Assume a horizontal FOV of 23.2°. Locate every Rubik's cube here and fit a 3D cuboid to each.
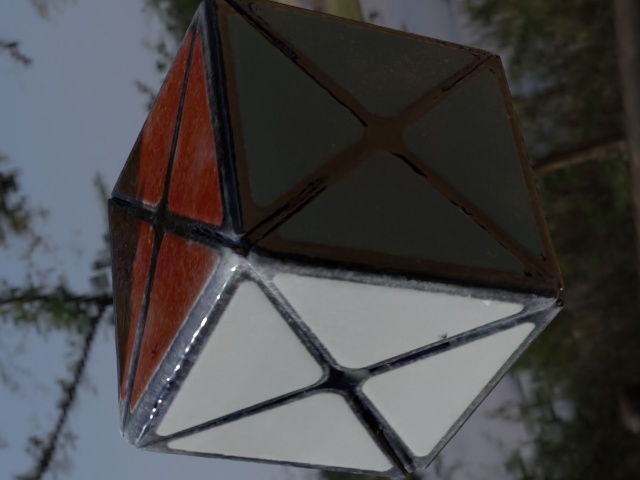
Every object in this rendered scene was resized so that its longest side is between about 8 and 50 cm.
[{"bbox_3d":[0.000,0.000,1.162,0.255,0.260,0.259,-56,35,44],"label":"Rubik's cube"}]
